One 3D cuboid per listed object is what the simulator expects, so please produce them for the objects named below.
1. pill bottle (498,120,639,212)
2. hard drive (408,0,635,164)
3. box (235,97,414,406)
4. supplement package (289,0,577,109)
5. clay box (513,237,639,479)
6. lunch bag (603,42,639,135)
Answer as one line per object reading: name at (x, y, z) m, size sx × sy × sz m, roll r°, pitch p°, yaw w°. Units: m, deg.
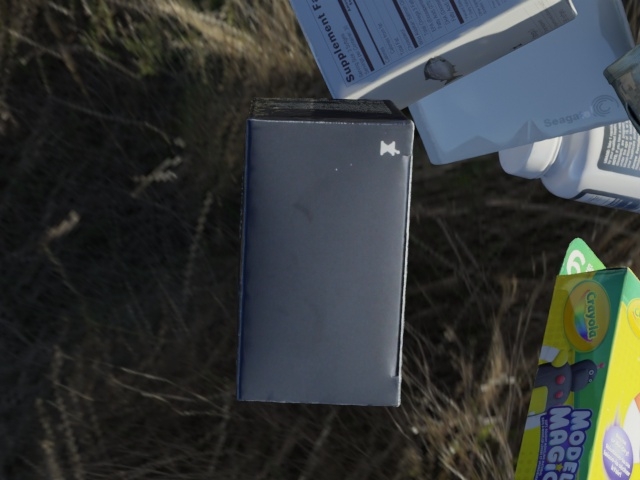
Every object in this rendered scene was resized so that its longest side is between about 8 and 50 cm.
pill bottle at (0.271, -0.089, 1.468) m, size 0.180 × 0.108 × 0.108 m, roll 10°, pitch 78°, yaw -18°
hard drive at (0.140, -0.217, 1.275) m, size 0.203 × 0.307 × 0.040 m, roll -13°, pitch 33°, yaw 20°
box at (0.000, 0.000, 0.871) m, size 0.093 × 0.158 × 0.156 m, roll 2°, pitch 99°, yaw -2°
supplement package at (0.082, -0.177, 1.118) m, size 0.179 × 0.105 × 0.105 m, roll -27°, pitch 79°, yaw 14°
clay box at (0.172, 0.117, 0.879) m, size 0.053 × 0.127 × 0.222 m, roll -7°, pitch 54°, yaw 38°
lunch bag at (0.400, -0.113, 1.202) m, size 0.287 × 0.169 × 0.235 m, roll -33°, pitch 86°, yaw 4°
